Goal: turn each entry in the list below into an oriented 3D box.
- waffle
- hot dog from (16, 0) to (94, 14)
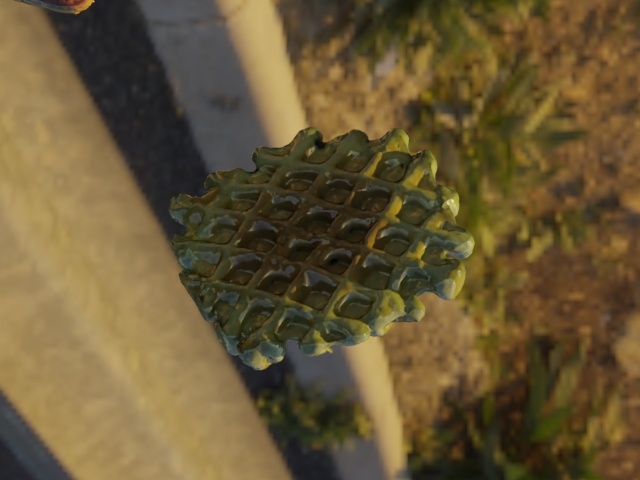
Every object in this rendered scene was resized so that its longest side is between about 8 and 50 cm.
[{"bbox_3d":[0.000,0.000,1.842,0.292,0.309,0.056,-21,133,-7],"label":"waffle"},{"bbox_3d":[-0.249,-0.230,1.477,0.165,0.071,0.045,16,-177,17],"label":"hot dog"}]
